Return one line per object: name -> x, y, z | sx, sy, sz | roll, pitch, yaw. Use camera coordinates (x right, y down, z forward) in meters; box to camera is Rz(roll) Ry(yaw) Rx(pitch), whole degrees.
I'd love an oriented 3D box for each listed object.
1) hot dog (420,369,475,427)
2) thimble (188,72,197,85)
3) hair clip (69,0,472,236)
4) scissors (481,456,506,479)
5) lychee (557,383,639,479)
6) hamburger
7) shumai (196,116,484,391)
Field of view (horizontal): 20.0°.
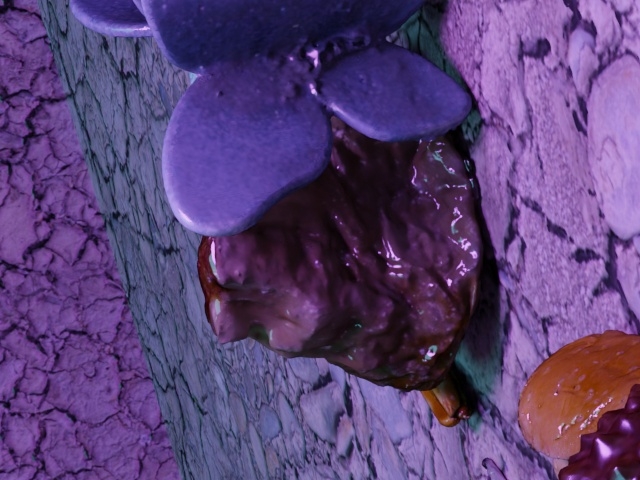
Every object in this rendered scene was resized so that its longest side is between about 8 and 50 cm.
hot dog -> 0.129, 0.154, 1.902 | 0.133, 0.041, 0.056 | -119, 22, -59
thimble -> -0.064, -0.200, 2.039 | 0.198, 0.143, 0.235 | 140, 114, -69
hair clip -> -0.036, -0.236, 1.652 | 0.392, 0.318, 0.238 | -119, 24, -43
scissors -> 0.221, 0.311, 1.759 | 0.300, 0.022, 0.109 | -123, 29, -46
lychee -> 0.276, 0.209, 1.099 | 0.330, 0.306, 0.306 | 14, 121, 39
hamburger -> 0.238, 0.138, 1.403 | 0.262, 0.131, 0.124 | -4, 100, 67
shumai -> -0.003, 0.001, 1.780 | 0.217, 0.283, 0.346 | 175, 79, -70
